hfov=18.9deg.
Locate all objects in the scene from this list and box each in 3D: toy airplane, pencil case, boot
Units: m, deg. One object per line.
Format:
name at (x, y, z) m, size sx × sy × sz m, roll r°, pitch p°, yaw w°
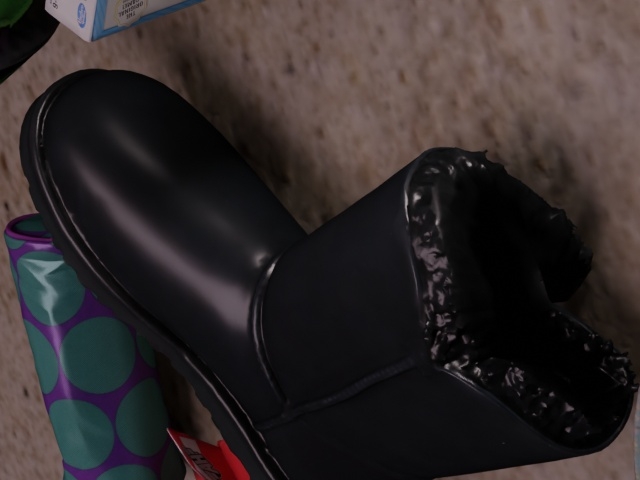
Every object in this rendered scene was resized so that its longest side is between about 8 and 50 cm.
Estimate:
toy airplane at (-0.025, 0.150, 0.944) m, size 0.151 × 0.028 × 0.151 m, roll 22°, pitch 124°, yaw 38°
pencil case at (-0.112, 0.056, 0.959) m, size 0.070 × 0.064 × 0.151 m, roll -102°, pitch 2°, yaw -73°
boot at (0.000, 0.000, 0.783) m, size 0.246 × 0.094 × 0.207 m, roll 55°, pitch 143°, yaw 0°

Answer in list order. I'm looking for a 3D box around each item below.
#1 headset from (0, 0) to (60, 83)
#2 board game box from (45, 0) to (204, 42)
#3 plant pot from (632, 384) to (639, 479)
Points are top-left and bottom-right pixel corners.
headset at (-0.239, -0.235, 0.802) m, size 0.185 × 0.243 × 0.394 m, roll -38°, pitch 86°, yaw 32°
board game box at (-0.027, -0.140, 0.694) m, size 0.026 × 0.154 × 0.103 m, roll 37°, pitch 133°, yaw 28°
plant pot at (0.242, 0.023, 0.424) m, size 0.293 × 0.196 × 0.293 m, roll 22°, pitch 143°, yaw 18°
